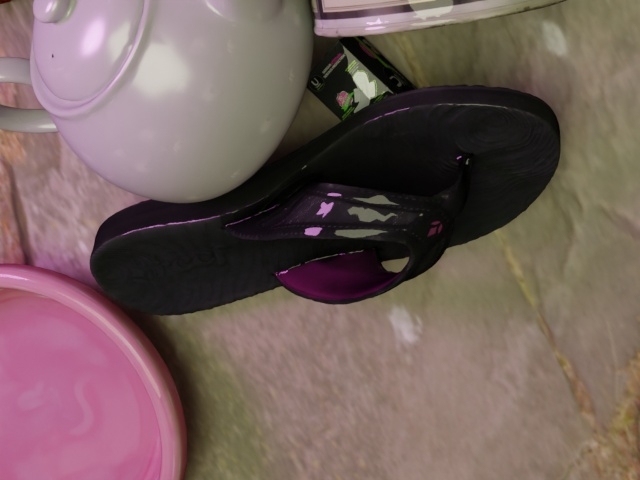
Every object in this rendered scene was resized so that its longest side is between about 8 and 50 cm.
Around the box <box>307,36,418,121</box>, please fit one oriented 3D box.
[{"bbox_3d":[0.037,-0.129,0.990,0.083,0.062,0.052,44,115,-1],"label":"box"}]

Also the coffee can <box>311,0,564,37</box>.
[{"bbox_3d":[0.072,-0.303,0.851,0.202,0.201,0.275,-4,106,17],"label":"coffee can"}]

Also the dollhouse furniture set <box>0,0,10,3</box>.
[{"bbox_3d":[-0.361,-0.207,0.976,0.262,0.259,0.135,-7,95,19],"label":"dollhouse furniture set"}]

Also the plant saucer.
[{"bbox_3d":[-0.282,0.175,1.166,0.332,0.084,0.332,4,107,15],"label":"plant saucer"}]

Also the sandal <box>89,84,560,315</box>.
[{"bbox_3d":[0.000,0.002,0.987,0.446,0.107,0.167,-20,137,26],"label":"sandal"}]

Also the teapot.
[{"bbox_3d":[-0.146,-0.156,0.923,0.252,0.187,0.256,38,106,44],"label":"teapot"}]
